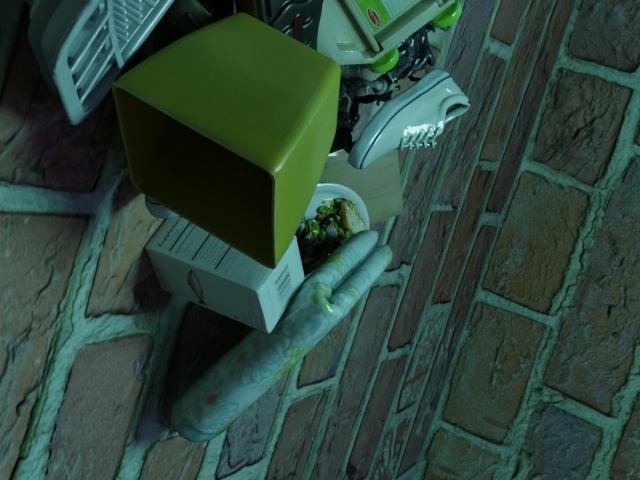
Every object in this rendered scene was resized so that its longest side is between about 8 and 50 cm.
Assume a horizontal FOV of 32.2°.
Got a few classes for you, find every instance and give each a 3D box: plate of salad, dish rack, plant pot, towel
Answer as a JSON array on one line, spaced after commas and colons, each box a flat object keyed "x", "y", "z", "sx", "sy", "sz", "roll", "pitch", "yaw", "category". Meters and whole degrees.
[{"x": 0.000, "y": 0.000, "z": 1.863, "sx": 0.200, "sy": 0.048, "sz": 0.199, "roll": -13, "pitch": 120, "yaw": -25, "category": "plate of salad"}, {"x": -0.179, "y": -0.283, "z": 1.085, "sx": 0.332, "sy": 0.072, "sz": 0.285, "roll": -55, "pitch": -178, "yaw": -10, "category": "dish rack"}, {"x": -0.088, "y": -0.132, "z": 1.277, "sx": 0.187, "sy": 0.212, "sz": 0.212, "roll": -53, "pitch": 164, "yaw": -25, "category": "plant pot"}, {"x": -0.050, "y": 0.136, "z": 1.714, "sx": 0.320, "sy": 0.090, "sz": 0.374, "roll": -46, "pitch": 178, "yaw": 22, "category": "towel"}]

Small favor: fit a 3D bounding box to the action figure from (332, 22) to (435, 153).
[{"x": 0.085, "y": -0.285, "z": 1.803, "sx": 0.275, "sy": 0.141, "sz": 0.164, "roll": -51, "pitch": 155, "yaw": -4, "category": "action figure"}]

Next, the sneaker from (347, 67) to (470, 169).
[{"x": 0.149, "y": -0.186, "z": 1.780, "sx": 0.258, "sy": 0.091, "sz": 0.094, "roll": -42, "pitch": 164, "yaw": -29, "category": "sneaker"}]

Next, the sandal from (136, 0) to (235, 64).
[{"x": -0.147, "y": -0.281, "z": 1.296, "sx": 0.120, "sy": 0.086, "sz": 0.302, "roll": -40, "pitch": 145, "yaw": -52, "category": "sandal"}]

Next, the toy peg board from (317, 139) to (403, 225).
[{"x": 0.049, "y": -0.105, "z": 1.921, "sx": 0.161, "sy": 0.079, "sz": 0.160, "roll": -21, "pitch": 122, "yaw": -21, "category": "toy peg board"}]

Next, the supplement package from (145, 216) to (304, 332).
[{"x": -0.128, "y": 0.031, "z": 1.508, "sx": 0.105, "sy": 0.179, "sz": 0.105, "roll": -57, "pitch": 155, "yaw": -28, "category": "supplement package"}]

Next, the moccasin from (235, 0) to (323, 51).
[{"x": -0.070, "y": -0.308, "z": 1.416, "sx": 0.139, "sy": 0.147, "sz": 0.380, "roll": -43, "pitch": 154, "yaw": -24, "category": "moccasin"}]

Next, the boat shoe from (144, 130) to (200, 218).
[{"x": -0.169, "y": -0.126, "z": 1.426, "sx": 0.226, "sy": 0.083, "sz": 0.075, "roll": -66, "pitch": 150, "yaw": -42, "category": "boat shoe"}]

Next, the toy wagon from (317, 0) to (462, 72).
[{"x": 0.058, "y": -0.352, "z": 1.607, "sx": 0.344, "sy": 0.068, "sz": 0.267, "roll": -36, "pitch": 144, "yaw": 4, "category": "toy wagon"}]
